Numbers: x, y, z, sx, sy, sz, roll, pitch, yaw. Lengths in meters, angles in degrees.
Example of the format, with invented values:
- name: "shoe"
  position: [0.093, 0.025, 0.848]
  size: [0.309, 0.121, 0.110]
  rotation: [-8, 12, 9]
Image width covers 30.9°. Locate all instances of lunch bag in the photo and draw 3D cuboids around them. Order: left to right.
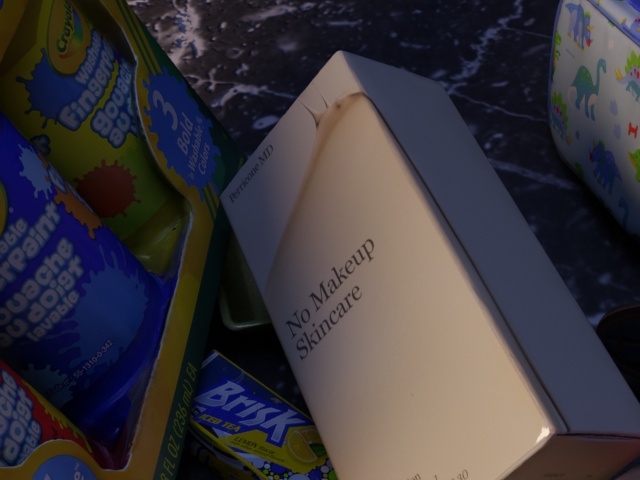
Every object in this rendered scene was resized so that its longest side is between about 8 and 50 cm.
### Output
- name: "lunch bag"
  position: [0.264, -0.111, 0.936]
  size: [0.090, 0.176, 0.219]
  rotation: [-12, 35, -10]

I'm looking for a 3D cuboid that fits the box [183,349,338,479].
- name: "box"
  position: [-0.033, 0.149, 0.799]
  size: [0.169, 0.054, 0.059]
  rotation: [32, 56, 29]

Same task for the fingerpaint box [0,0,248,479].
- name: "fingerpaint box"
  position: [-0.231, -0.009, 0.722]
  size: [0.163, 0.371, 0.444]
  rotation: [-18, 40, 25]

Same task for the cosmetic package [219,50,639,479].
- name: "cosmetic package"
  position: [0.062, 0.043, 0.757]
  size: [0.113, 0.160, 0.309]
  rotation: [10, 41, -42]

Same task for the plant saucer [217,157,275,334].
- name: "plant saucer"
  position: [0.000, 0.000, 0.949]
  size: [0.188, 0.045, 0.188]
  rotation: [-12, 45, -7]

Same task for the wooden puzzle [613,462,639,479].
- name: "wooden puzzle"
  position: [0.254, 0.235, 0.562]
  size: [0.348, 0.080, 0.322]
  rotation: [-17, 54, -46]

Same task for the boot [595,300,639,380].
- name: "boot"
  position: [0.310, 0.060, 0.824]
  size: [0.219, 0.082, 0.106]
  rotation: [2, 20, 15]
